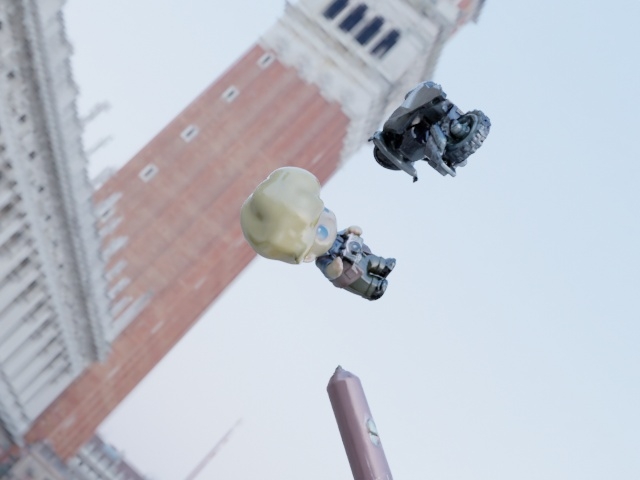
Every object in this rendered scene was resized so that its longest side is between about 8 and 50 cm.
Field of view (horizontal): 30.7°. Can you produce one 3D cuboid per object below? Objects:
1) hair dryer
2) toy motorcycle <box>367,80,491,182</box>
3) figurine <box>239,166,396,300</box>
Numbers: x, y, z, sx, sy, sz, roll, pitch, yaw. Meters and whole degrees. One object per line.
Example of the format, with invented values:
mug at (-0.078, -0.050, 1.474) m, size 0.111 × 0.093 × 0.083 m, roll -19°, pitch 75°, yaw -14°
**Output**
hair dryer at (0.092, 0.343, 1.706) m, size 0.210 × 0.125 × 0.353 m, roll -29°, pitch -106°, yaw 38°
toy motorcycle at (0.159, -0.155, 1.754) m, size 0.106 × 0.159 × 0.270 m, roll 39°, pitch 7°, yaw -24°
figurine at (0.000, 0.000, 1.349) m, size 0.196 × 0.114 × 0.108 m, roll 34°, pitch -29°, yaw -14°
